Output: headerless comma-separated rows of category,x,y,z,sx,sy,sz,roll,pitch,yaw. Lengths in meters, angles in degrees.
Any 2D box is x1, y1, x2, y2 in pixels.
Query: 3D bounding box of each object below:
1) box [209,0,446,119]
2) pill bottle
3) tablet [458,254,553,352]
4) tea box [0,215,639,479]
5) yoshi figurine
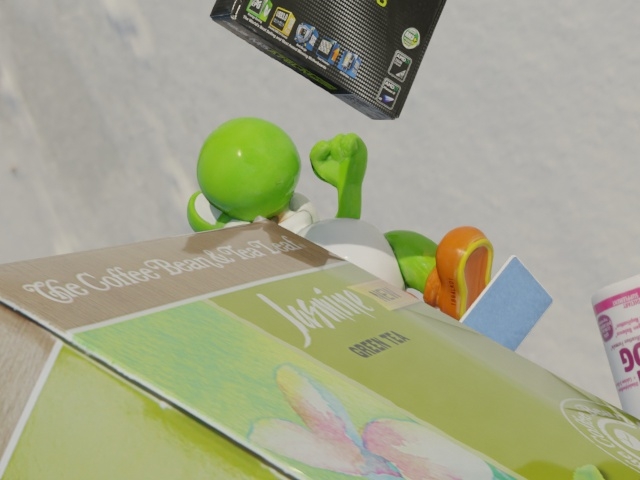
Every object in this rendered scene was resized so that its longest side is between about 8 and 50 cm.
box,0.021,-0.225,1.311,0.191,0.184,0.045,30,170,-31
pill bottle,0.468,0.185,2.007,0.160,0.160,0.283,139,119,-64
tablet,0.144,0.058,1.203,0.054,0.083,0.006,48,156,-16
tea box,0.004,0.211,0.491,0.323,0.220,0.329,30,105,16
yoshi figurine,-0.011,-0.015,1.557,0.362,0.203,0.203,26,99,38
